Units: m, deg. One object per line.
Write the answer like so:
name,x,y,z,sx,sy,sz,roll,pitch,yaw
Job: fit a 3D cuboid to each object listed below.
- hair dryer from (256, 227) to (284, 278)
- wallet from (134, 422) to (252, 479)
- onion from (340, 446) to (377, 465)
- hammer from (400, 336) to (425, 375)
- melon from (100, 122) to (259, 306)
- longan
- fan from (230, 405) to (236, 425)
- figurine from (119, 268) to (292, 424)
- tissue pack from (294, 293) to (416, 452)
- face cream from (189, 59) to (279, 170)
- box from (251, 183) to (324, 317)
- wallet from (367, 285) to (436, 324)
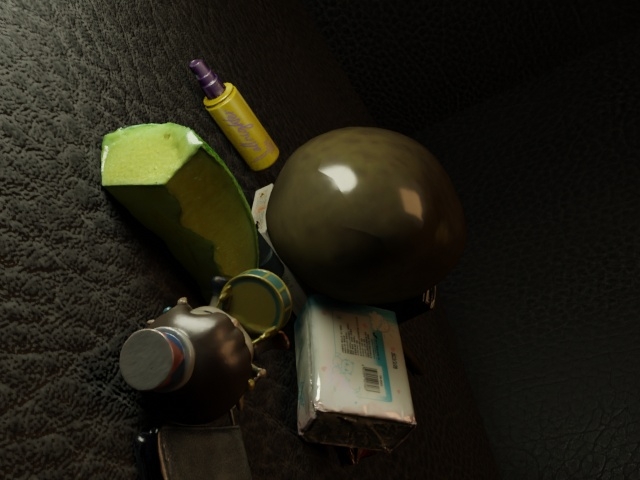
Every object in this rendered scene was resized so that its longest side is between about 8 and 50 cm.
hair dryer,-0.132,0.072,1.120,0.124,0.072,0.219,54,28,-33
wallet,-0.139,0.306,0.794,0.222,0.036,0.167,34,35,-66
onion,0.114,0.355,1.366,0.283,0.120,0.227,-73,150,-56
hammer,0.229,0.309,1.997,0.440,0.044,0.168,52,23,-44
melon,-0.183,-0.021,0.969,0.124,0.196,0.323,-56,138,-30
longan,0.086,-0.045,1.233,0.404,0.405,0.336,22,86,-68
fan,-0.135,0.238,0.956,0.056,0.004,0.083,33,37,-63
figurine,-0.138,0.131,0.806,0.161,0.158,0.275,38,21,2
tissue pack,0.057,0.246,1.229,0.271,0.202,0.124,-95,-160,-49
face cream,-0.186,-0.267,1.376,0.273,0.078,0.078,55,19,-38
box,-0.041,0.074,1.416,0.365,0.051,0.204,58,18,-28
wallet,0.144,0.130,1.453,0.044,0.317,0.169,31,51,-20
